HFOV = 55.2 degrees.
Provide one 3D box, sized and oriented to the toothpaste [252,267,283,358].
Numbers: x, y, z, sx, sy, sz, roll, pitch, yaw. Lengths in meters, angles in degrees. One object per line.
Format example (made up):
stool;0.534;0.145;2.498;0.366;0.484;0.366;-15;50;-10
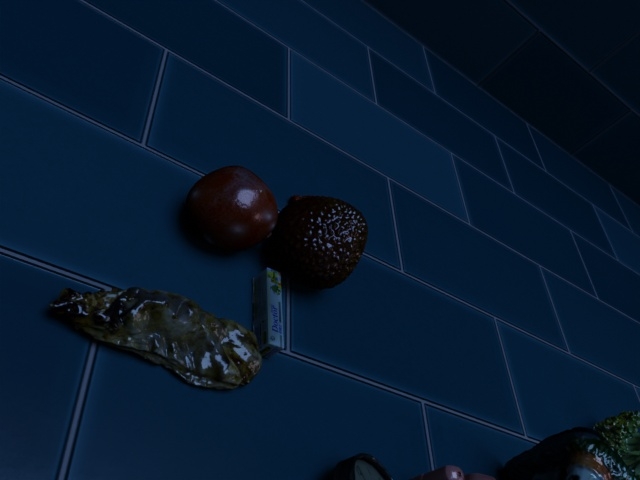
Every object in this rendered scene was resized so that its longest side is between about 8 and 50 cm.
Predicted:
toothpaste;-0.094;0.125;1.079;0.034;0.046;0.164;27;41;-33

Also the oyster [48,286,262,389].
oyster;-0.227;0.138;0.915;0.345;0.079;0.128;26;50;-32

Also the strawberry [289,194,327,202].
strawberry;0.002;-0.065;1.354;0.152;0.048;0.103;25;38;-34

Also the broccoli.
broccoli;0.780;0.512;1.507;0.194;0.194;0.219;37;43;-16

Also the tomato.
tomato;-0.158;-0.060;1.097;0.167;0.167;0.167;27;41;-27

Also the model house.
model house;0.427;0.522;1.108;0.184;0.253;0.291;46;46;1

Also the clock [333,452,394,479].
clock;0.088;0.419;0.944;0.184;0.040;0.184;51;15;-19

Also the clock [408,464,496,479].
clock;0.264;0.521;1.009;0.227;0.142;0.241;30;43;-24

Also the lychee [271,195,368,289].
lychee;-0.007;0.000;1.177;0.195;0.194;0.194;27;41;-27
